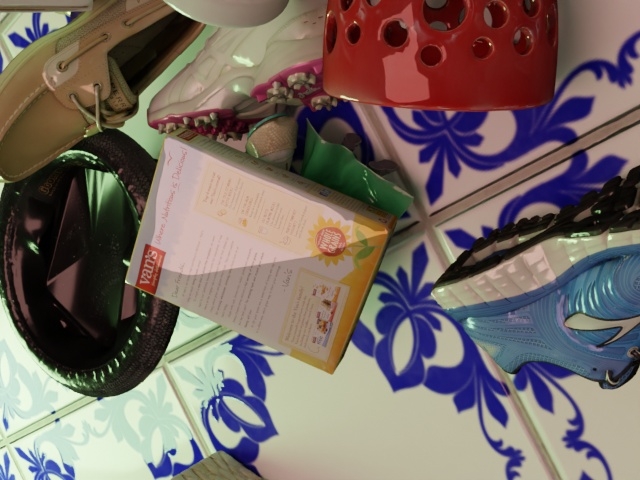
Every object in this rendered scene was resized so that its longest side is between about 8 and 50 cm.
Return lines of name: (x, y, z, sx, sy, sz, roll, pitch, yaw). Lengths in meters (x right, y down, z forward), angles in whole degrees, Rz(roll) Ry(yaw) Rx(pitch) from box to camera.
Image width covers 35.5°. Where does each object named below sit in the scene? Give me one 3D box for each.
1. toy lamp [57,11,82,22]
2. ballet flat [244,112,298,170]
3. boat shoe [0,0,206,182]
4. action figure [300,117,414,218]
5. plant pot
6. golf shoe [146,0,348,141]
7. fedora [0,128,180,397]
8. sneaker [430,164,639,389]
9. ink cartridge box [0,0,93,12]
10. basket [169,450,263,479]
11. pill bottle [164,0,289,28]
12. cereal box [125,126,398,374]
toy lamp: (-0.316, -0.287, 1.203, 0.275, 0.080, 0.080, 23, 120, 36)
ballet flat: (-0.051, -0.084, 1.038, 0.168, 0.057, 0.052, 139, 111, -74)
boat shoe: (-0.240, -0.169, 1.057, 0.098, 0.302, 0.109, 36, 166, 31)
action figure: (0.000, 0.000, 1.051, 0.137, 0.063, 0.232, 41, 125, 19)
plant pot: (0.099, -0.199, 0.804, 0.191, 0.191, 0.174, 16, 112, 36)
golf shoe: (-0.072, -0.186, 1.028, 0.306, 0.115, 0.140, -12, 78, 44)
fedora: (-0.242, 0.016, 1.199, 0.334, 0.152, 0.334, 8, 105, 34)
sneaker: (0.254, 0.033, 0.826, 0.330, 0.130, 0.147, -24, 104, 47)
ink cartridge box: (-0.375, -0.423, 1.064, 0.385, 0.160, 0.279, 37, 129, 49)
basket: (-0.114, 0.358, 1.257, 0.167, 0.113, 0.103, 28, 121, 29)
pill bottle: (-0.053, -0.316, 0.789, 0.162, 0.162, 0.278, 46, 142, 18)
cereal box: (-0.064, 0.010, 1.000, 0.240, 0.047, 0.173, 24, 113, 8)
